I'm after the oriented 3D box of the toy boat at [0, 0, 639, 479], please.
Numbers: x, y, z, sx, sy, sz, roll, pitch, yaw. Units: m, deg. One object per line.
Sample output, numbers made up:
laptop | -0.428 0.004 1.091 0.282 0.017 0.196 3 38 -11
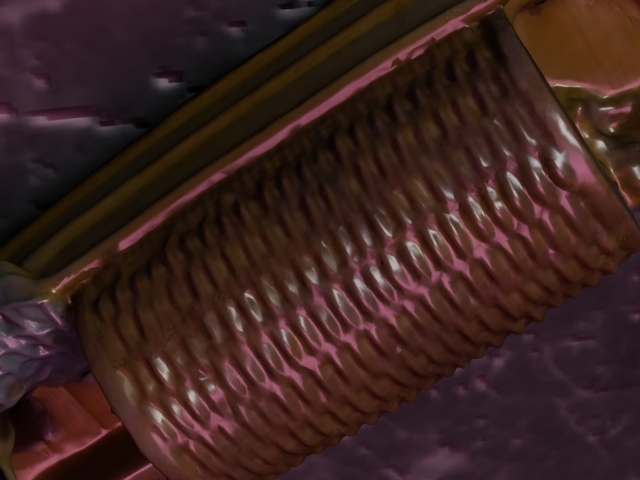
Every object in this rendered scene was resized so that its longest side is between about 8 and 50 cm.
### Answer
toy boat | 0.000 0.000 0.496 0.310 0.115 0.089 -32 125 7
